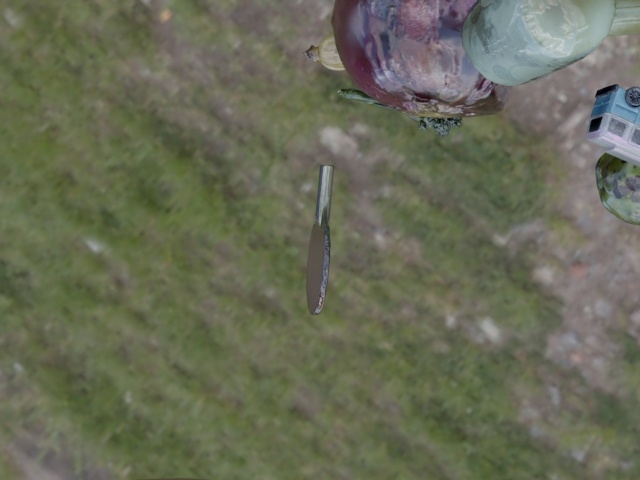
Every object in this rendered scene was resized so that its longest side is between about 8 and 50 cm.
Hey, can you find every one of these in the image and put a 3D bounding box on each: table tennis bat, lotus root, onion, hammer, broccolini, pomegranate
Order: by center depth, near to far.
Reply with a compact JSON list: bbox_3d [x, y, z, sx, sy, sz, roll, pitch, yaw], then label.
[{"bbox_3d":[0.000,0.000,1.432,0.014,0.158,0.095,4,-177,-9],"label":"table tennis bat"},{"bbox_3d":[0.314,-0.238,1.442,0.202,0.305,0.113,175,86,-74],"label":"hammer"},{"bbox_3d":[0.460,-0.103,1.935,0.125,0.163,0.138,32,-176,0],"label":"pomegranate"},{"bbox_3d":[0.144,-0.316,1.948,0.260,0.281,0.337,6,-178,15],"label":"onion"},{"bbox_3d":[0.124,-0.201,2.159,0.201,0.058,0.074,4,147,-11],"label":"broccolini"},{"bbox_3d":[0.046,-0.310,2.224,0.150,0.062,0.073,-6,170,5],"label":"lotus root"}]

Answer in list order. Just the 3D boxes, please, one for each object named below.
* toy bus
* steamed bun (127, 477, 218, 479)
[{"bbox_3d":[0.367,-0.123,1.558,0.123,0.075,0.060,22,174,-10],"label":"toy bus"},{"bbox_3d":[-0.109,0.355,1.300,0.379,0.235,0.248,22,142,-38],"label":"steamed bun"}]
